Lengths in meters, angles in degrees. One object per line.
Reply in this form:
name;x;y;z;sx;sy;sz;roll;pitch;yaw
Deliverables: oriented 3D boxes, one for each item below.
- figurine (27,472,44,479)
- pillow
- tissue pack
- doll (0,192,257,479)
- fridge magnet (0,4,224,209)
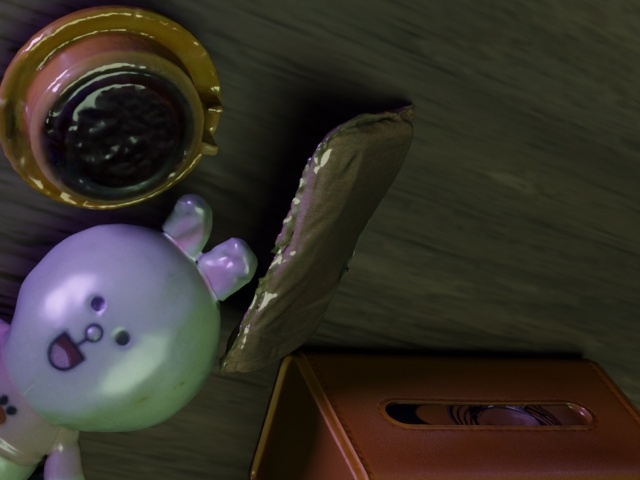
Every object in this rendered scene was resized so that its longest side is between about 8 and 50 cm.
figurine;-0.191;0.252;0.999;0.138;0.110;0.245;-35;120;-10
pillow;-0.002;0.001;0.910;0.135;0.034;0.211;-24;144;-62
tissue pack;0.111;0.187;1.010;0.275;0.194;0.145;2;120;-22
doll;-0.166;0.077;0.885;0.275;0.113;0.155;-39;84;-4
fridge magnet;-0.130;-0.078;0.831;0.143;0.063;0.143;-11;127;-15
